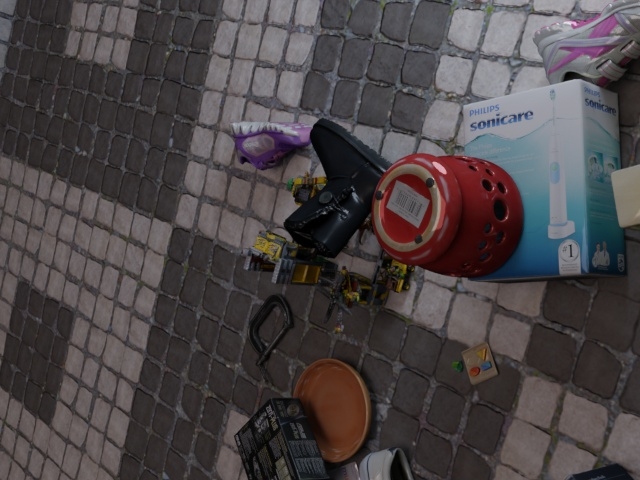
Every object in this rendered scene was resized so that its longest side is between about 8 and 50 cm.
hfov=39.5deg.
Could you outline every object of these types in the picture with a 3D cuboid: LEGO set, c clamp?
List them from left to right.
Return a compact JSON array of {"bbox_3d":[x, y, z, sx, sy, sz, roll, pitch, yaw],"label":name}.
[{"bbox_3d":[-0.103,0.199,1.884,0.137,0.022,0.160,51,121,39],"label":"c clamp"},{"bbox_3d":[0.000,0.000,1.685,0.331,0.192,0.254,33,108,40],"label":"LEGO set"}]

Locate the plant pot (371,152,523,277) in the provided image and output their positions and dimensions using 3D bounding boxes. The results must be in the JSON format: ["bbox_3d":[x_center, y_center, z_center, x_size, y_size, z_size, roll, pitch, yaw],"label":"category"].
[{"bbox_3d":[0.185,-0.039,1.366,0.191,0.174,0.191,-4,85,48],"label":"plant pot"}]

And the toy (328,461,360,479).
[{"bbox_3d":[-0.014,0.532,1.741,0.237,0.056,0.136,-30,67,37],"label":"toy"}]

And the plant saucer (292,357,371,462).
[{"bbox_3d":[0.027,0.329,1.735,0.200,0.037,0.199,-4,83,43],"label":"plant saucer"}]

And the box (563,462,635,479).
[{"bbox_3d":[0.433,0.433,1.268,0.207,0.153,0.108,47,117,37],"label":"box"}]

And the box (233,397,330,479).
[{"bbox_3d":[-0.079,0.421,1.737,0.147,0.078,0.180,-50,48,32],"label":"box"}]

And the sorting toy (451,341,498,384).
[{"bbox_3d":[0.264,0.217,1.541,0.083,0.012,0.062,-33,65,36],"label":"sorting toy"}]

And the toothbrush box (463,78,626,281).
[{"bbox_3d":[0.350,-0.084,1.411,0.216,0.126,0.295,-8,81,44],"label":"toothbrush box"}]

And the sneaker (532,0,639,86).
[{"bbox_3d":[0.451,-0.296,1.366,0.252,0.103,0.111,-13,81,48],"label":"sneaker"}]

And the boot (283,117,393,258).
[{"bbox_3d":[0.005,-0.095,1.603,0.207,0.094,0.246,-43,52,-8],"label":"boot"}]

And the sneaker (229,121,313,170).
[{"bbox_3d":[-0.103,-0.199,1.878,0.236,0.095,0.104,8,98,48],"label":"sneaker"}]

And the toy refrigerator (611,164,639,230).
[{"bbox_3d":[0.557,-0.079,1.235,0.270,0.102,0.094,-15,76,41],"label":"toy refrigerator"}]

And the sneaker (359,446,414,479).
[{"bbox_3d":[0.142,0.491,1.572,0.091,0.094,0.258,-40,60,38],"label":"sneaker"}]
